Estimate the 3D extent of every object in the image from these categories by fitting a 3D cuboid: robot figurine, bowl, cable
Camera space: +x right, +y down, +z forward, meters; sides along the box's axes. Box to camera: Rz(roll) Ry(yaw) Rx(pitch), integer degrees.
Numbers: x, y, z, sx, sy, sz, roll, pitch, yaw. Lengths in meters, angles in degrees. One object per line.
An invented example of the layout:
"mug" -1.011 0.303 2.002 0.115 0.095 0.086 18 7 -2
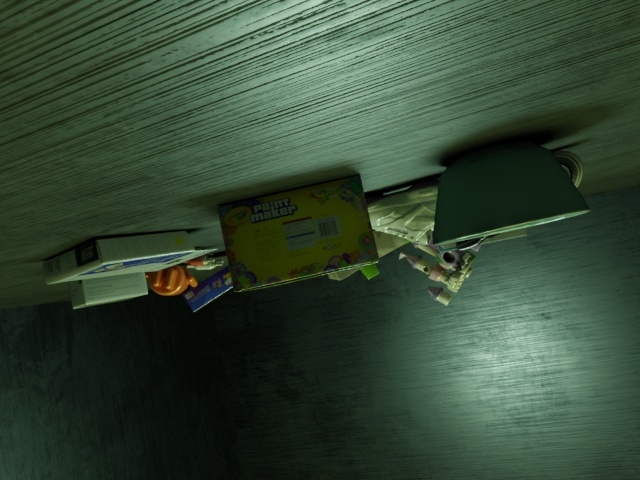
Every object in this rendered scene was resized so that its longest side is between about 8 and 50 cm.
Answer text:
"robot figurine" -0.532 0.134 1.995 0.158 0.128 0.219 -26 177 -5
"bowl" 0.368 -0.099 1.150 0.312 0.163 0.311 -11 176 -1
"cable" -0.464 0.077 1.813 0.287 0.072 0.139 -12 170 5

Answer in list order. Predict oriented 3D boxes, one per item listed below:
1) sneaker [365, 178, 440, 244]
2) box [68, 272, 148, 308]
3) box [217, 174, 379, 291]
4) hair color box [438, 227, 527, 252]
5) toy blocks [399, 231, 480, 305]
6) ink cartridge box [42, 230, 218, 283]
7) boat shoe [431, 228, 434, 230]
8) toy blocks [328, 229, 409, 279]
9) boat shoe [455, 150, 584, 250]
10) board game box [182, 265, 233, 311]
"sneaker" 0.189 -0.048 1.379 0.305 0.152 0.114 -13 -172 31
"box" -0.628 0.123 1.651 0.182 0.119 0.181 -8 174 -35
"box" -0.036 -0.004 1.216 0.290 0.177 0.279 -12 176 2
"hair color box" 0.528 -0.072 1.862 0.347 0.173 0.105 -8 175 -37
"toy blocks" 0.429 0.036 2.060 0.309 0.260 0.288 -39 153 -45
"ink cartridge box" -0.465 0.039 1.378 0.304 0.072 0.307 -17 176 42
"boat shoe" 0.294 -0.067 1.799 0.096 0.098 0.277 -10 177 -32
"toy blocks" 0.137 0.034 2.125 0.381 0.190 0.261 -28 -174 -13
"boat shoe" 0.453 -0.081 1.333 0.340 0.127 0.158 -40 174 39
"board game box" -0.361 0.148 2.181 0.347 0.078 0.233 -33 180 -13
